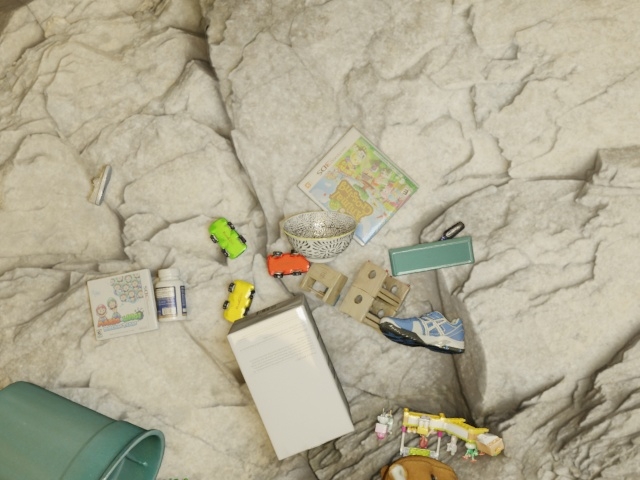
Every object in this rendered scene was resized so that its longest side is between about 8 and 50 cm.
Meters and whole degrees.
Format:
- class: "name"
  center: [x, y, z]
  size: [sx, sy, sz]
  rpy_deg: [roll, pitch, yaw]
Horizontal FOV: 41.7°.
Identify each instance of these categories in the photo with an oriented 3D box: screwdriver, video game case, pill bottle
- class: "screwdriver"
  center: [0.262, 0.014, 1.933]
  size: [0.170, 0.024, 0.025]
  rpy_deg: [-40, 113, 6]
- class: "video game case"
  center: [0.087, -0.125, 1.951]
  size: [0.212, 0.023, 0.193]
  rpy_deg: [43, 89, 6]
- class: "video game case"
  center: [-0.459, 0.150, 1.954]
  size: [0.157, 0.019, 0.143]
  rpy_deg: [-12, 85, 13]
- class: "pill bottle"
  center: [-0.345, 0.126, 1.936]
  size: [0.067, 0.067, 0.120]
  rpy_deg: [-6, 85, 3]

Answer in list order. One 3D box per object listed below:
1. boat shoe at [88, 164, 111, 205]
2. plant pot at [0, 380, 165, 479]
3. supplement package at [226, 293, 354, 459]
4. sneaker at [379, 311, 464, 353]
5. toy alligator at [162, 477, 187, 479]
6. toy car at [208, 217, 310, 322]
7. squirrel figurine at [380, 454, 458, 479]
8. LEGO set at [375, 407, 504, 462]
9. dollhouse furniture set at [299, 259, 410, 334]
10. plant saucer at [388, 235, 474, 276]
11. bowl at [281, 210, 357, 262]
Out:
- class: "boat shoe"
  center: [-0.523, -0.134, 1.986]
  size: [0.035, 0.035, 0.100]
  rpy_deg: [18, 93, 2]
- class: "plant pot"
  center: [-0.570, 0.488, 1.807]
  size: [0.334, 0.341, 0.341]
  rpy_deg: [24, 87, 13]
- class: "supplement package"
  center: [-0.063, 0.291, 1.828]
  size: [0.178, 0.175, 0.292]
  rpy_deg: [-21, 95, 1]
- class: "sneaker"
  center: [0.227, 0.197, 1.879]
  size: [0.211, 0.080, 0.081]
  rpy_deg: [16, 73, -21]
- class: "toy alligator"
  center: [-0.321, 0.562, 1.906]
  size: [0.190, 0.056, 0.051]
  rpy_deg: [-8, 61, -14]
- class: "toy car"
  center: [-0.171, 0.044, 1.939]
  size: [0.239, 0.053, 0.225]
  rpy_deg: [-39, 84, -1]
- class: "squirrel figurine"
  center: [0.163, 0.653, 1.764]
  size: [0.397, 0.281, 0.370]
  rpy_deg: [-12, 78, -1]
- class: "LEGO set"
  center: [0.264, 0.446, 1.838]
  size: [0.287, 0.132, 0.107]
  rpy_deg: [8, 91, 26]
- class: "dollhouse furniture set"
  center: [0.079, 0.105, 1.902]
  size: [0.184, 0.129, 0.129]
  rpy_deg: [28, 86, 35]
- class: "plant saucer"
  center: [0.255, 0.038, 1.920]
  size: [0.192, 0.018, 0.067]
  rpy_deg: [-10, 104, 2]
- class: "bowl"
  center: [0.000, 0.000, 1.875]
  size: [0.170, 0.170, 0.080]
  rpy_deg: [-2, 112, 4]
